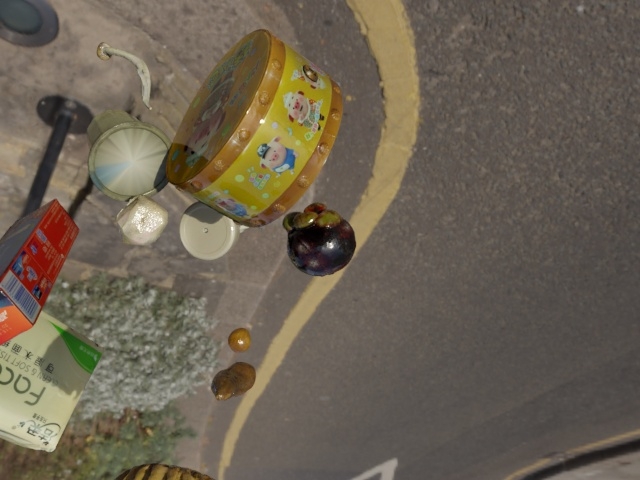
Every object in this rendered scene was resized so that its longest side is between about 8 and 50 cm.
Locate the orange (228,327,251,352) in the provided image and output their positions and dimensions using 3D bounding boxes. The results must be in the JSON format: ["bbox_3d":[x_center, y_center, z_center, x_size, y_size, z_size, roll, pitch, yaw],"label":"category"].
[{"bbox_3d":[-0.267,0.331,1.964,0.085,0.085,0.085,2,149,1],"label":"orange"}]

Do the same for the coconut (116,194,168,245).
[{"bbox_3d":[-0.425,-0.041,1.394,0.124,0.110,0.110,-52,134,0],"label":"coconut"}]

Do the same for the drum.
[{"bbox_3d":[-0.157,-0.257,1.374,0.214,0.431,0.431,29,140,-30],"label":"drum"}]

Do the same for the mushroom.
[{"bbox_3d":[-0.449,-0.402,1.399,0.043,0.306,0.068,-2,126,-47],"label":"mushroom"}]

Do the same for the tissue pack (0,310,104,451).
[{"bbox_3d":[-0.849,0.339,1.612,0.205,0.331,0.405,-13,136,39],"label":"tissue pack"}]

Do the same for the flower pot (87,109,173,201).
[{"bbox_3d":[-0.494,-0.232,1.510,0.212,0.202,0.212,-15,125,-22],"label":"flower pot"}]

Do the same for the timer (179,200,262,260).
[{"bbox_3d":[-0.295,-0.040,1.828,0.175,0.175,0.266,-8,-177,16],"label":"timer"}]

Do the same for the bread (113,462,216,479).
[{"bbox_3d":[-0.189,0.385,0.759,0.274,0.149,0.274,-2,139,-1],"label":"bread"}]

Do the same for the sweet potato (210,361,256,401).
[{"bbox_3d":[-0.262,0.413,1.704,0.097,0.097,0.292,-5,179,12],"label":"sweet potato"}]

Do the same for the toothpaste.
[{"bbox_3d":[-0.378,0.031,0.752,0.076,0.320,0.066,-30,113,-1],"label":"toothpaste"}]

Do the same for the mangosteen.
[{"bbox_3d":[0.000,0.000,1.641,0.210,0.209,0.210,2,149,1],"label":"mangosteen"}]
